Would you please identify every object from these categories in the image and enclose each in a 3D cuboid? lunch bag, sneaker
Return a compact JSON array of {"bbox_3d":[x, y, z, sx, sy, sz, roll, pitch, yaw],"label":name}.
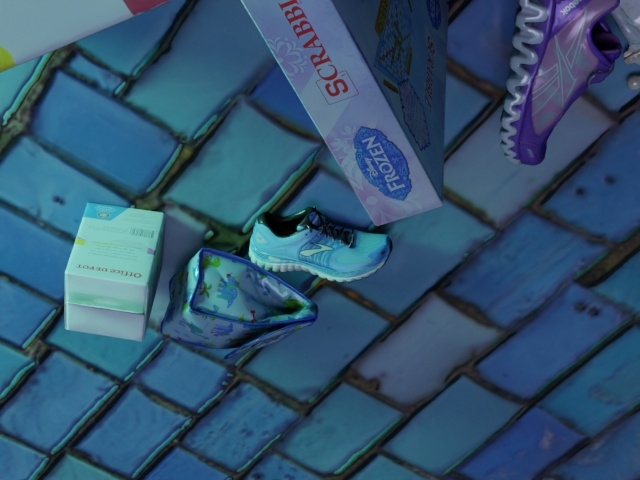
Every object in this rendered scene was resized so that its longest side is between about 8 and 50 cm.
[{"bbox_3d":[-0.093,0.081,1.462,0.151,0.096,0.129,15,159,-19],"label":"lunch bag"},{"bbox_3d":[0.000,0.000,1.425,0.162,0.063,0.073,3,127,2],"label":"sneaker"},{"bbox_3d":[0.234,-0.167,1.232,0.105,0.095,0.236,9,130,8],"label":"sneaker"}]

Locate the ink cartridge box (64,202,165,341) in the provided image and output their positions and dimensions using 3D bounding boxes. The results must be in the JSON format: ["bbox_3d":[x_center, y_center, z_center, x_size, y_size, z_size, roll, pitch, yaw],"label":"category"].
[{"bbox_3d":[-0.231,0.040,1.426,0.092,0.143,0.089,9,130,-2],"label":"ink cartridge box"}]

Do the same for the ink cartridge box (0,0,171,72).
[{"bbox_3d":[-0.256,-0.279,1.067,0.385,0.279,0.160,-19,127,20],"label":"ink cartridge box"}]

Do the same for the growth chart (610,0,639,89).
[{"bbox_3d":[0.333,-0.260,1.199,0.172,0.021,0.237,-21,125,21],"label":"growth chart"}]

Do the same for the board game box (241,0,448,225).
[{"bbox_3d":[0.016,-0.231,1.060,0.066,0.318,0.318,-18,126,21],"label":"board game box"}]
